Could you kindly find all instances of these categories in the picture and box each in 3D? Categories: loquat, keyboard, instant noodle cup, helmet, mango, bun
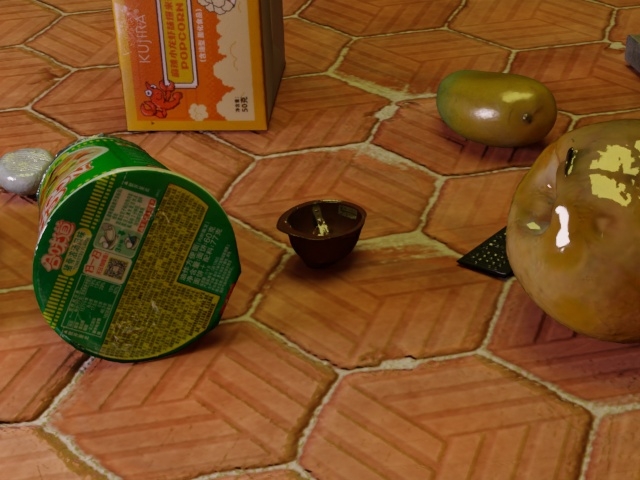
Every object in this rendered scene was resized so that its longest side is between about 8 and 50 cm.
[{"bbox_3d":[0.304,-0.005,1.374,0.244,0.244,0.244,-2,29,1],"label":"loquat"},{"bbox_3d":[0.238,-0.008,1.585,0.067,0.011,0.202,19,35,35],"label":"keyboard"},{"bbox_3d":[-0.209,-0.008,1.456,0.207,0.207,0.233,-10,21,-15],"label":"instant noodle cup"},{"bbox_3d":[0.000,0.000,1.538,0.089,0.057,0.111,21,31,30],"label":"helmet"},{"bbox_3d":[0.223,-0.176,1.810,0.130,0.092,0.194,-14,26,-18],"label":"mango"},{"bbox_3d":[-0.363,-0.082,1.726,0.083,0.045,0.083,-2,32,1],"label":"bun"}]

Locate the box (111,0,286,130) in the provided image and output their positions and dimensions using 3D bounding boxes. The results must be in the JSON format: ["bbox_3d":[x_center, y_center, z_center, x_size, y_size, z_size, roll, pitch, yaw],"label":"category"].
[{"bbox_3d":[-0.167,-0.327,1.911,0.214,0.283,0.259,0,29,6],"label":"box"}]

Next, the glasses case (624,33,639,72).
[{"bbox_3d":[0.496,-0.233,1.941,0.071,0.047,0.205,-4,28,-12],"label":"glasses case"}]
